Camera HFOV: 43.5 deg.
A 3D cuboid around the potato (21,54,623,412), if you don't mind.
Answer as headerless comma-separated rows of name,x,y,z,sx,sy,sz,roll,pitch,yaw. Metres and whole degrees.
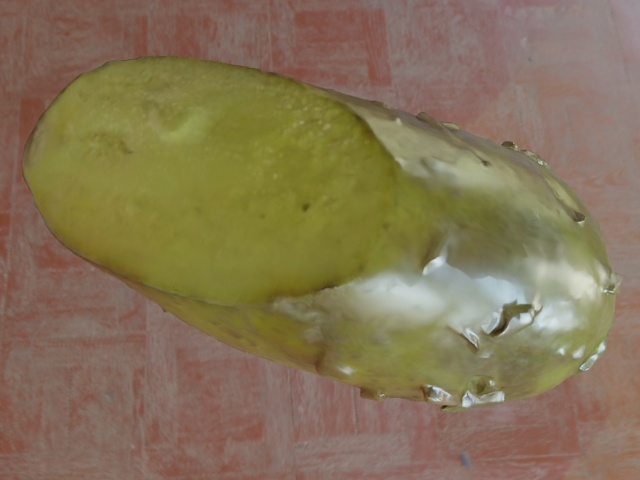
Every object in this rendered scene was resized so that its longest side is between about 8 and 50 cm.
potato,0.000,0.000,0.396,0.298,0.176,0.141,13,72,-2
